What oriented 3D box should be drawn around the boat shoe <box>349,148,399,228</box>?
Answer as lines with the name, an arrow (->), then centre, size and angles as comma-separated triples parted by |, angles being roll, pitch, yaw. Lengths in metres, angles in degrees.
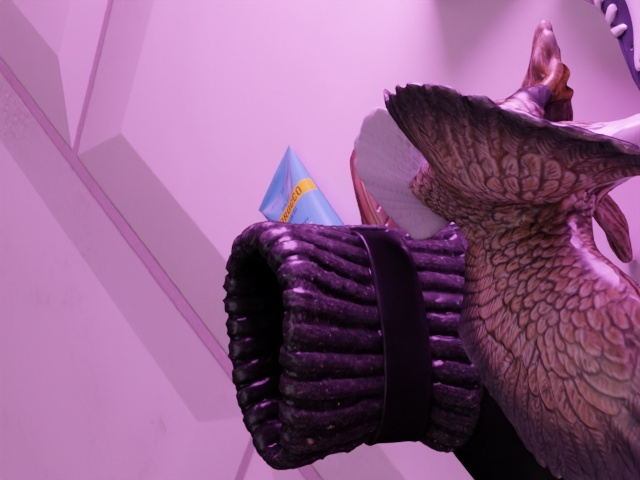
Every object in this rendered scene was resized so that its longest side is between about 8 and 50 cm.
boat shoe -> 0.060, -0.003, 1.041 | 0.060, 0.064, 0.178 | -36, 68, 46

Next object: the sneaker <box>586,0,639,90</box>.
sneaker -> 0.209, -0.147, 0.804 | 0.235, 0.094, 0.153 | 8, 92, 42

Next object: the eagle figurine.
eagle figurine -> 0.129, -0.020, 0.714 | 0.226, 0.298, 0.225 | 27, 122, -2

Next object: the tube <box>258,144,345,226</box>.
tube -> 0.000, 0.000, 1.140 | 0.080, 0.052, 0.207 | -59, 43, 24

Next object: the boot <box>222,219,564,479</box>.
boot -> 0.085, 0.138, 0.863 | 0.131, 0.260, 0.348 | -44, 61, 46
